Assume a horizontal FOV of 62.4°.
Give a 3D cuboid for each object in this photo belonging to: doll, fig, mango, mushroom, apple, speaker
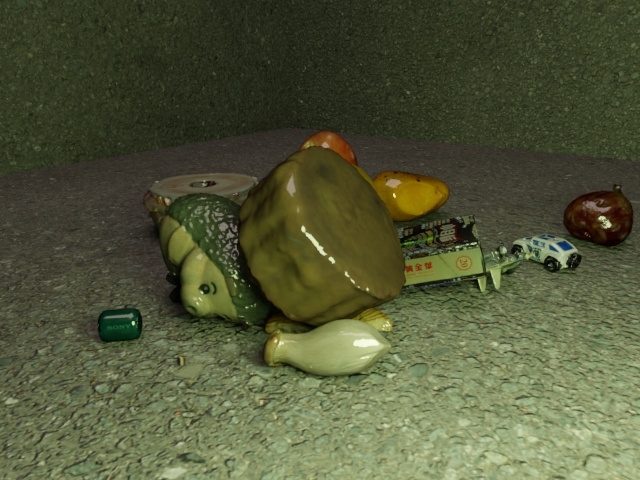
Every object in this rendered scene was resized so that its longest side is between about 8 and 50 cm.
[{"bbox_3d":[-0.210,0.043,1.097,0.248,0.247,0.350,-16,34,-37],"label":"doll"},{"bbox_3d":[0.802,-0.086,1.486,0.170,0.145,0.274,17,41,39],"label":"fig"},{"bbox_3d":[0.278,-0.146,1.696,0.291,0.159,0.191,-5,10,-22],"label":"mango"},{"bbox_3d":[0.010,0.178,0.883,0.213,0.088,0.097,-6,19,9],"label":"mushroom"},{"bbox_3d":[0.024,-0.272,1.935,0.242,0.241,0.241,-1,26,1],"label":"apple"},{"bbox_3d":[-0.378,0.153,1.009,0.076,0.060,0.094,-3,19,-10],"label":"speaker"}]

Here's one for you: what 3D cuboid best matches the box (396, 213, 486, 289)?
[{"bbox_3d":[0.199,0.036,1.180,0.311,0.084,0.198,-11,16,16],"label":"box"}]

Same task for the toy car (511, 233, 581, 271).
[{"bbox_3d":[0.565,0.026,1.315,0.080,0.070,0.171,-11,21,-29],"label":"toy car"}]

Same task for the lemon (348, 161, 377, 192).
[{"bbox_3d":[0.020,-0.096,1.420,0.261,0.260,0.284,13,22,33],"label":"lemon"}]

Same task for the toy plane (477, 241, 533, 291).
[{"bbox_3d":[0.418,0.049,1.239,0.192,0.088,0.262,-21,0,39],"label":"toy plane"}]

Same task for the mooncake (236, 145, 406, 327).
[{"bbox_3d":[0.000,-0.002,0.964,0.187,0.323,0.324,-33,2,32],"label":"mooncake"}]

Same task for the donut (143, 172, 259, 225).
[{"bbox_3d":[-0.354,-0.112,1.635,0.383,0.142,0.382,-1,19,0],"label":"donut"}]

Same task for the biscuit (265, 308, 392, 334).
[{"bbox_3d":[0.010,0.156,1.028,0.229,0.031,0.176,-9,19,-22],"label":"biscuit"}]
